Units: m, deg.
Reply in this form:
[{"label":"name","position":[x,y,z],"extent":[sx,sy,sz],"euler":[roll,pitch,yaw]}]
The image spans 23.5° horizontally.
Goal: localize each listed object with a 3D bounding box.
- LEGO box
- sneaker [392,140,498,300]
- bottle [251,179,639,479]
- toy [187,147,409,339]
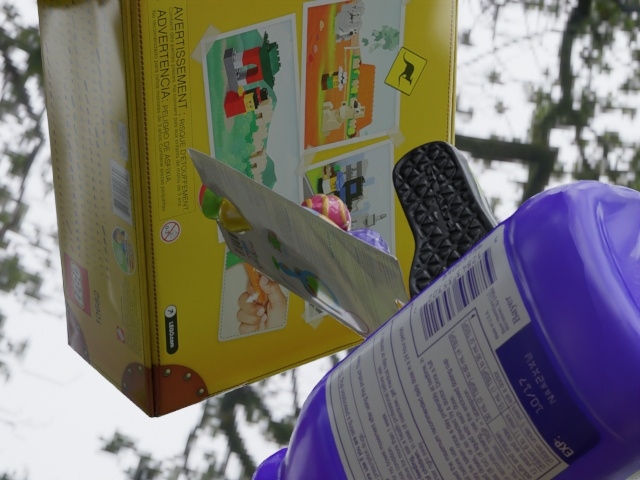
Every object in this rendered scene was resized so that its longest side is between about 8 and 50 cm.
[{"label":"LEGO box","position":[-0.063,-0.126,1.519],"extent":[0.193,0.372,0.500],"euler":[31,-50,47]},{"label":"sneaker","position":[0.121,0.016,1.257],"extent":[0.084,0.234,0.097],"euler":[-21,-46,15]},{"label":"bottle","position":[0.048,0.095,0.655],"extent":[0.092,0.118,0.283],"euler":[9,-41,-41]},{"label":"toy","position":[0.000,0.000,1.271],"extent":[0.237,0.056,0.137],"euler":[26,-30,34]}]
